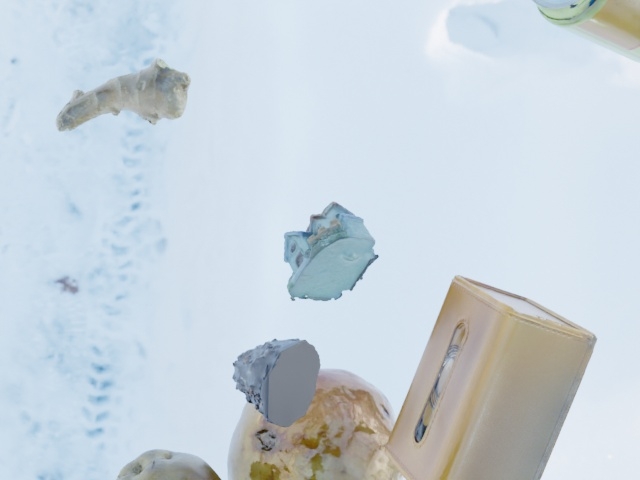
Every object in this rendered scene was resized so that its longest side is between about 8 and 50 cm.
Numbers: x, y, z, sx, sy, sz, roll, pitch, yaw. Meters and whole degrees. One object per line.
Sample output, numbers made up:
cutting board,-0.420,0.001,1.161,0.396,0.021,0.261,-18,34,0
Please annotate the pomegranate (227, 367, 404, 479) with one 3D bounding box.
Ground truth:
pomegranate,0.005,0.459,1.928,0.410,0.410,0.410,3,86,-41

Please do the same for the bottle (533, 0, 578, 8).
bottle,0.166,-0.266,0.769,0.060,0.060,0.217,36,30,-34

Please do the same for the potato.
potato,-0.201,0.511,1.652,0.369,0.195,0.176,45,65,11

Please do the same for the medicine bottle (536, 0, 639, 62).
medicine bottle,0.384,-0.297,1.194,0.239,0.124,0.124,10,81,-38

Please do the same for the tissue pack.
tissue pack,0.217,0.208,1.263,0.145,0.194,0.274,18,95,-21

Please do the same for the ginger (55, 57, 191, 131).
ginger,-0.393,-0.276,1.905,0.086,0.294,0.131,7,67,-80

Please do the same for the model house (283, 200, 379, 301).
model house,0.000,0.000,1.529,0.119,0.148,0.149,8,38,-34

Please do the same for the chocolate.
chocolate,-0.093,0.224,1.569,0.156,0.133,0.156,-19,114,-53
